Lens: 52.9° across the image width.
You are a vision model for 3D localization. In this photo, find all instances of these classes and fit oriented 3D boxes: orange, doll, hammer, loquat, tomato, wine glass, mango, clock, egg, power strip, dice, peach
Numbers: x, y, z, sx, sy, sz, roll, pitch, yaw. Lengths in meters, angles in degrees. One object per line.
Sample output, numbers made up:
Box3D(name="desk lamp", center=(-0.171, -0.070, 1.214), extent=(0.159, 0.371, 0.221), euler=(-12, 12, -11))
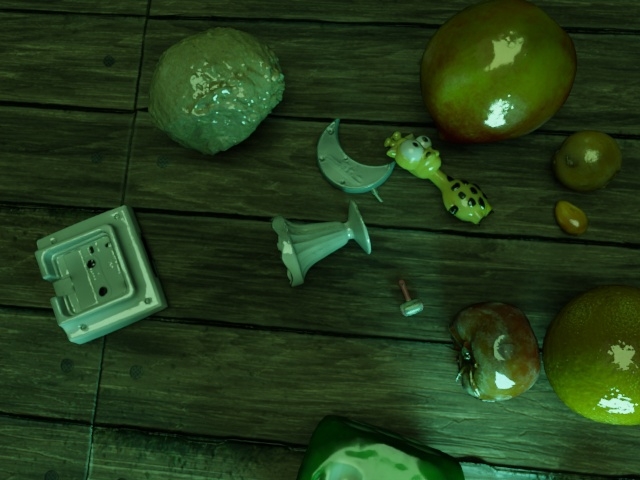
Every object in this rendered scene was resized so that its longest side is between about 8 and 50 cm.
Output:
Box3D(name="orange", center=(0.578, 0.223, 1.270), extent=(0.274, 0.274, 0.274), euler=(-1, 81, 5))
Box3D(name="doll", center=(0.266, -0.146, 1.448), extent=(0.291, 0.086, 0.117), euler=(45, 47, 12))
Box3D(name="hammer", center=(0.194, 0.125, 1.440), extent=(0.052, 0.031, 0.083), euler=(-19, 69, -1))
Box3D(name="loquat", center=(0.579, -0.172, 1.399), extent=(0.141, 0.141, 0.141), euler=(-1, 81, 5))
Box3D(name="tomato", center=(0.369, 0.230, 1.346), extent=(0.180, 0.155, 0.214), euler=(-14, 79, -1))
Box3D(name="wine glass", center=(0.000, 0.000, 1.419), extent=(0.196, 0.165, 0.165), euler=(-17, 80, -6))
Box3D(name="mango", center=(0.554, -0.051, 1.427), extent=(0.060, 0.046, 0.089), euler=(-27, 67, -2))
Box3D(name="clock", center=(-0.503, 0.075, 1.466), extent=(0.231, 0.116, 0.262), euler=(-23, 81, 1))
Box3D(name="egg", center=(-0.235, -0.334, 1.431), extent=(0.310, 0.279, 0.279), euler=(-27, 79, 11))
Box3D(name="power strip", center=(0.076, -0.174, 1.488), extent=(0.216, 0.044, 0.137), euler=(41, 87, 10))
Box3D(name="dice", center=(0.099, 0.521, 1.251), extent=(0.299, 0.287, 0.297), euler=(16, 82, 8))
Box3D(name="peach", center=(0.366, -0.351, 1.377), extent=(0.332, 0.308, 0.308), euler=(-45, 79, 13))
